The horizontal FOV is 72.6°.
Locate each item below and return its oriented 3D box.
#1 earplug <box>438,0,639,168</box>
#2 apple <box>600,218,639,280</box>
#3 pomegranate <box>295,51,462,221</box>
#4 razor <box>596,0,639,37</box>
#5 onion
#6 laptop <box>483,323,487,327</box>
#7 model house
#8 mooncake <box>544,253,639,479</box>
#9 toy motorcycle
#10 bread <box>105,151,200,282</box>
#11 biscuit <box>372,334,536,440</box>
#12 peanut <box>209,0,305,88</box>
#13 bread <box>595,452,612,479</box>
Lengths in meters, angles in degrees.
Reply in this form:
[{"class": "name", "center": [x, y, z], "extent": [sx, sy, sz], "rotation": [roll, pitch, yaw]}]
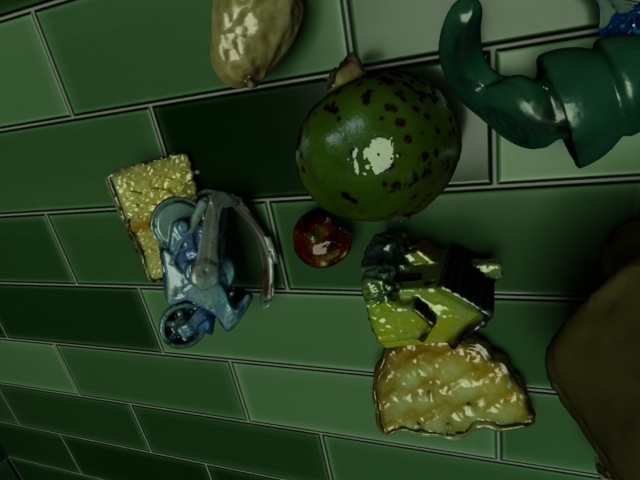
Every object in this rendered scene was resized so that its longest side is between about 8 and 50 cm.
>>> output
[{"class": "earplug", "center": [0.321, -0.222, 0.598], "extent": [0.280, 0.164, 0.257], "rotation": [-12, 96, 24]}, {"class": "apple", "center": [0.502, 0.032, 0.664], "extent": [0.126, 0.126, 0.102], "rotation": [30, 145, 4]}, {"class": "pomegranate", "center": [0.079, -0.154, 0.678], "extent": [0.254, 0.254, 0.270], "rotation": [-26, 94, 29]}, {"class": "razor", "center": [0.321, -0.382, 0.571], "extent": [0.324, 0.056, 0.093], "rotation": [48, 123, -6]}, {"class": "onion", "center": [0.000, 0.000, 0.849], "extent": [0.117, 0.118, 0.118], "rotation": [43, 125, 23]}, {"class": "laptop", "center": [0.225, 0.099, 0.865], "extent": [0.207, 0.026, 0.154], "rotation": [2, 114, 19]}, {"class": "model house", "center": [0.195, 0.072, 0.737], "extent": [0.211, 0.194, 0.170], "rotation": [-8, 107, 24]}, {"class": "mooncake", "center": [0.558, 0.178, 0.555], "extent": [0.467, 0.262, 0.467], "rotation": [-7, 133, -8]}, {"class": "toy motorcycle", "center": [-0.211, 0.057, 0.884], "extent": [0.241, 0.182, 0.319], "rotation": [-2, 100, -1]}, {"class": "bread", "center": [-0.349, -0.049, 0.968], "extent": [0.142, 0.178, 0.266], "rotation": [12, 121, 52]}, {"class": "biscuit", "center": [0.277, 0.330, 0.933], "extent": [0.335, 0.078, 0.329], "rotation": [19, 118, 11]}, {"class": "peanut", "center": [-0.107, -0.393, 0.684], "extent": [0.159, 0.143, 0.291], "rotation": [-8, 110, -12]}, {"class": "bread", "center": [0.679, 0.416, 0.761], "extent": [0.314, 0.171, 0.192], "rotation": [-27, 106, 31]}]
